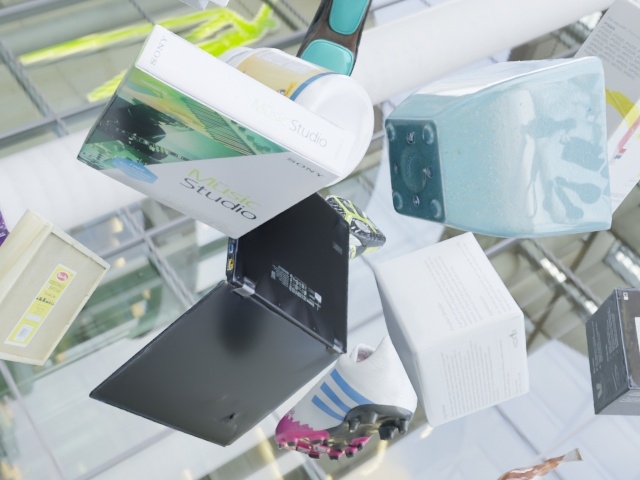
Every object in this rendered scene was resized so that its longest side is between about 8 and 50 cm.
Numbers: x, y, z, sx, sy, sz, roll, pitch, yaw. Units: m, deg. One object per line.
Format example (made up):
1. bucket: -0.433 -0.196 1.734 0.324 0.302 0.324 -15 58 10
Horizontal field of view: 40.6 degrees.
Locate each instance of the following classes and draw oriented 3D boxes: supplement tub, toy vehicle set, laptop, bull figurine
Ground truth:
1. supplement tub: -0.047 -0.164 1.111 0.200 0.144 0.144 29 -43 39
2. toy vehicle set: -0.349 0.068 1.064 0.035 0.166 0.267 31 -10 6
3. laptop: -0.137 0.094 1.419 0.382 0.237 0.407 42 45 -54
4. bull figurine: 0.308 0.404 1.262 0.101 0.189 0.310 65 15 -3

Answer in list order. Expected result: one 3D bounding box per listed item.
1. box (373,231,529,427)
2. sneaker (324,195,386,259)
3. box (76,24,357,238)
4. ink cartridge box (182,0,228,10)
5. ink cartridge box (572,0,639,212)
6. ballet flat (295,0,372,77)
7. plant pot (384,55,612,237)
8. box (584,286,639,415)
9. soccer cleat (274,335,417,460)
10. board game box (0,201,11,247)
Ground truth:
1. box: 0.103 0.070 0.683 0.101 0.087 0.102 -113 -175 -48
2. sneaker: 0.000 0.000 1.876 0.145 0.385 0.147 49 -63 25
3. box: -0.133 -0.103 0.978 0.232 0.058 0.322 27 -23 -18
4. ink cartridge box: -0.195 -0.404 1.243 0.180 0.104 0.060 26 -7 -1
5. ink cartridge box: 0.551 -0.236 1.631 0.160 0.279 0.384 46 -64 30
6. ballet flat: 0.021 -0.324 1.385 0.280 0.095 0.096 -64 -166 11
7. plant pot: 0.238 -0.126 1.267 0.247 0.252 0.247 -161 -119 -64
8. box: 0.474 0.172 1.312 0.158 0.093 0.155 95 -3 -65
9. soccer cleat: 0.041 0.239 1.300 0.331 0.116 0.143 -35 -140 52
10. board game box: -0.702 0.002 1.442 0.208 0.347 0.056 51 -20 46
